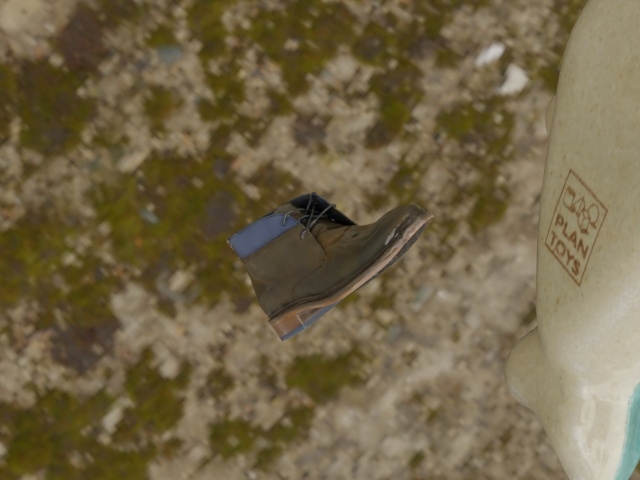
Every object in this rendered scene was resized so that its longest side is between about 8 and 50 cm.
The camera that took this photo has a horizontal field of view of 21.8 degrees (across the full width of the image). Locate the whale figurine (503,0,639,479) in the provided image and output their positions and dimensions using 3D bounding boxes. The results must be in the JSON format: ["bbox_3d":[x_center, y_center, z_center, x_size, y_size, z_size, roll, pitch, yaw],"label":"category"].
[{"bbox_3d":[0.182,-0.010,0.789,0.141,0.216,0.272,6,118,-26],"label":"whale figurine"}]

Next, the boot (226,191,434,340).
[{"bbox_3d":[0.000,0.000,1.413,0.082,0.106,0.219,-35,178,-46],"label":"boot"}]
